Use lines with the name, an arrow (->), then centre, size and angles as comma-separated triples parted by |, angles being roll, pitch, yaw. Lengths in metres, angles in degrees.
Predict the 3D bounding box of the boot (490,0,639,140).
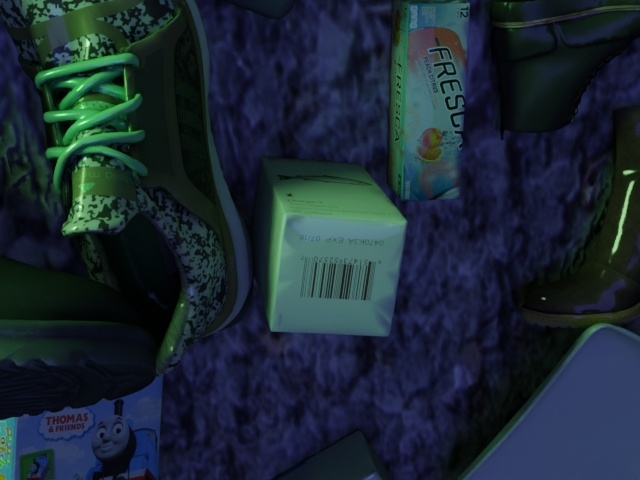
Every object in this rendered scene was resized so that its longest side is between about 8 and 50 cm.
boot -> 0.258, -0.169, 0.904 | 0.198, 0.077, 0.137 | -3, 115, 5

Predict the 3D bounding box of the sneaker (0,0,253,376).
sneaker -> -0.154, -0.073, 0.750 | 0.158, 0.182, 0.410 | -16, 111, 8

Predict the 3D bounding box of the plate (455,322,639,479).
plate -> 0.301, 0.216, 1.025 | 0.277, 0.045, 0.278 | 22, 116, -25

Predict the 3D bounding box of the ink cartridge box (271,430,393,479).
ink cartridge box -> 0.035, 0.330, 1.027 | 0.148, 0.086, 0.203 | -30, 113, 2

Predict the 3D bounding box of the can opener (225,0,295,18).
can opener -> -0.160, -0.245, 0.808 | 0.284, 0.076, 0.095 | 18, 138, -16

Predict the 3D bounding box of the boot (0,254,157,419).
boot -> -0.301, -0.106, 0.658 | 0.367, 0.146, 0.445 | -1, 68, -8

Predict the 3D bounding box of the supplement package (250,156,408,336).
supplement package -> 0.000, 0.000, 0.852 | 0.105, 0.179, 0.105 | 3, 109, -12

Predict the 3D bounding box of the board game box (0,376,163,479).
board game box -> -0.216, 0.167, 0.870 | 0.160, 0.039, 0.211 | 4, 88, -49

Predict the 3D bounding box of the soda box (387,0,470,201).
soda box -> 0.097, -0.131, 0.886 | 0.058, 0.063, 0.183 | -4, 110, -9

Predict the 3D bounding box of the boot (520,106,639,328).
boot -> 0.308, -0.028, 0.968 | 0.249, 0.090, 0.206 | -12, 97, -1
